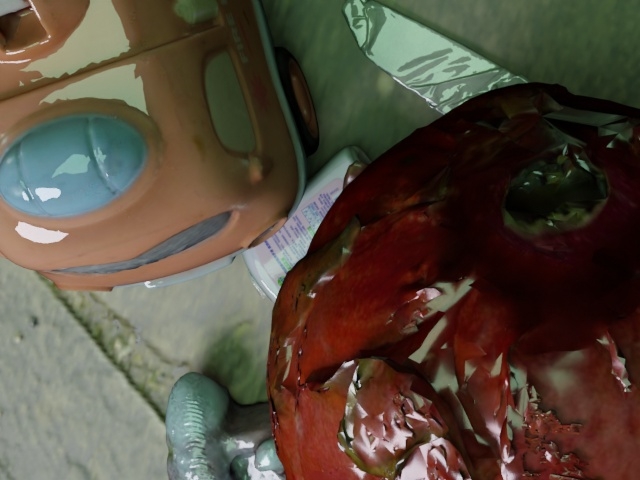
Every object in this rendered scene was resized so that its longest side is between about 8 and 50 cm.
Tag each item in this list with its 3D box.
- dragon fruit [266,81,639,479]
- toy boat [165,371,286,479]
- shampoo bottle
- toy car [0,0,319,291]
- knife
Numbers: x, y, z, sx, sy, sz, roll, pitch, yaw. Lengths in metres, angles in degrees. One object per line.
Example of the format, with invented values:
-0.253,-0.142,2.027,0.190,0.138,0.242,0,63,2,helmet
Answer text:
0.114,0.074,0.836,0.296,0.295,0.301,6,145,7,dragon fruit
-0.009,0.178,0.996,0.155,0.085,0.227,-16,101,11,toy boat
0.000,0.000,0.972,0.099,0.043,0.072,-35,94,15,shampoo bottle
-0.122,-0.096,0.875,0.180,0.212,0.270,-17,99,12,toy car
0.132,-0.057,0.953,0.298,0.017,0.047,33,104,3,knife
